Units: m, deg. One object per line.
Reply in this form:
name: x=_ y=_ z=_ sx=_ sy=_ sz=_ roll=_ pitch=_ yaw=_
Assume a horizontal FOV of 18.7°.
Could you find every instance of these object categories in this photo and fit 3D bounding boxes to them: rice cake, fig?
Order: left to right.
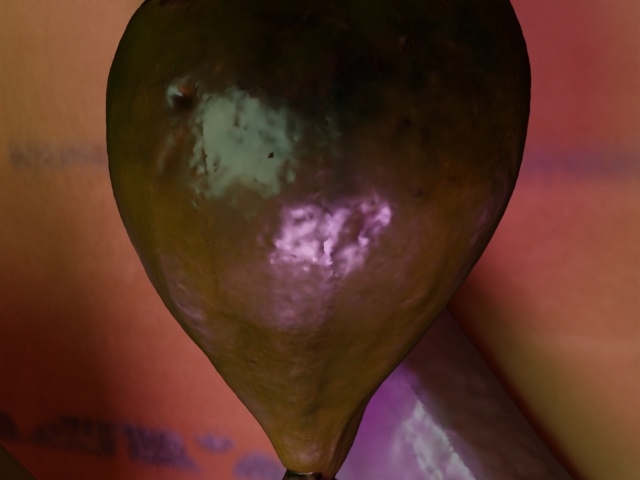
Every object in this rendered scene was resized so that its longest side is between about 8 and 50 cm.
fig: x=0.007 y=-0.002 z=0.603 sx=0.126 sy=0.133 sz=0.185 roll=-7 pitch=96 yaw=66
rice cake: x=0.040 y=0.077 z=0.682 sx=0.365 sy=0.056 sz=0.073 roll=55 pitch=130 yaw=20

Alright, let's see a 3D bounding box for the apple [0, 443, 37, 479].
apple: x=-0.282 y=0.247 z=0.740 sx=0.473 sy=0.473 sz=0.474 roll=9 pitch=103 yaw=40
